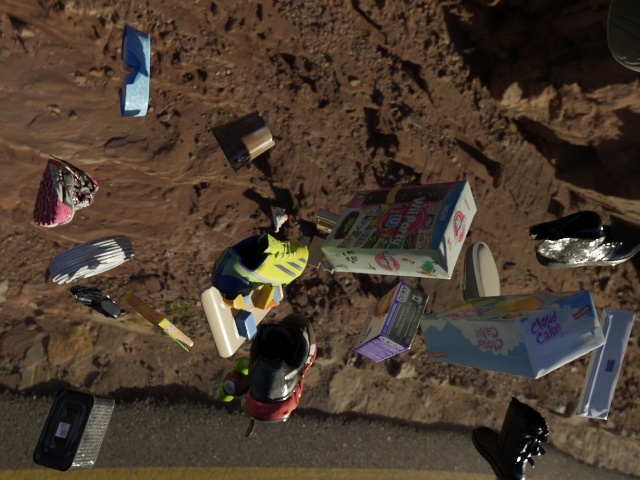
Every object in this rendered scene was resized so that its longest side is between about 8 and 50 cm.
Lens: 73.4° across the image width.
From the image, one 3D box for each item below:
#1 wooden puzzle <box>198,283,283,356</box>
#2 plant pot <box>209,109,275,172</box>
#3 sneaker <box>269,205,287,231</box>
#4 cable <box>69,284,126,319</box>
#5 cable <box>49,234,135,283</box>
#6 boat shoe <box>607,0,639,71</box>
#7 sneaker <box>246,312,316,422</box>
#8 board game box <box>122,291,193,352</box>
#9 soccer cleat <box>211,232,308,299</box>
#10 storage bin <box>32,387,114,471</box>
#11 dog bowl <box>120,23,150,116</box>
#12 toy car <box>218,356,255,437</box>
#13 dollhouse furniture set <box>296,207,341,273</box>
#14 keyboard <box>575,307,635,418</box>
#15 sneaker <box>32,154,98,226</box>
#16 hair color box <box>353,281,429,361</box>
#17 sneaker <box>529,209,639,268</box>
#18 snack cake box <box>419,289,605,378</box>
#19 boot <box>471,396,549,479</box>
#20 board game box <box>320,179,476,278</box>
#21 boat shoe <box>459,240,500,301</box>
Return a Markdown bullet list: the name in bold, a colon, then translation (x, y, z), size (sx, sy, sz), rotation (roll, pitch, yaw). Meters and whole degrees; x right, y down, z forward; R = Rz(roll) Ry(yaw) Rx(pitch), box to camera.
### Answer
- **wooden puzzle**: translation (-0.250, 0.203, 1.521), size (0.348, 0.080, 0.322), rotation (-45, 140, -41)
- **plant pot**: translation (-0.250, -0.333, 1.405), size (0.165, 0.167, 0.167), rotation (-30, 114, -5)
- **sneaker**: translation (-0.177, -0.095, 1.847), size (0.075, 0.161, 0.057), rotation (4, 126, -15)
- **cable**: translation (-0.746, 0.202, 1.432), size (0.184, 0.150, 0.047), rotation (42, 55, -31)
- **cable**: translation (-0.740, 0.061, 1.392), size (0.257, 0.257, 0.089), rotation (-29, 98, -62)
- **boat shoe**: translation (0.490, -0.374, 0.573), size (0.103, 0.118, 0.320), rotation (-33, 145, -4)
- **sneaker**: translation (-0.064, 0.196, 0.797), size (0.276, 0.097, 0.135), rotation (-63, 156, -67)
- **board game box**: translation (-0.449, 0.224, 1.187), size (0.039, 0.259, 0.124), rotation (-49, 131, -20)
- **soccer cleat**: translation (-0.103, 0.034, 0.894), size (0.289, 0.093, 0.121), rotation (-19, 139, -56)
- **storage bin**: translation (-0.633, 0.485, 1.107), size (0.084, 0.121, 0.180), rotation (63, 35, -62)
- **dog bowl**: translation (-0.627, -0.563, 1.449), size (0.074, 0.165, 0.298), rotation (1, 98, -31)
- **toy car**: translation (-0.210, 0.471, 1.266), size (0.148, 0.188, 0.155), rotation (19, 117, -27)
- **dollhouse furniture set**: translation (0.000, 0.000, 1.981), size (0.212, 0.161, 0.242), rotation (21, 73, 5)
- **keyboard**: translation (0.628, 0.275, 0.946), size (0.072, 0.014, 0.256), rotation (7, 100, -8)
- **sneaker**: translation (-0.551, -0.110, 0.942), size (0.111, 0.299, 0.121), rotation (15, 104, -31)
- **hair color box**: translation (0.224, 0.282, 1.431), size (0.110, 0.339, 0.185), rotation (28, 65, 0)
- **sneaker**: translation (0.349, -0.004, 0.556), size (0.170, 0.051, 0.089), rotation (-10, 147, 0)
- **snack cake box**: translation (0.311, 0.154, 0.743), size (0.152, 0.264, 0.089), rotation (-14, 86, -21)
- **boot**: translation (0.255, 0.262, 0.586), size (0.045, 0.121, 0.099), rotation (11, 100, -6)
- **board game box**: translation (0.183, -0.028, 1.016), size (0.224, 0.303, 0.098), rotation (-58, 131, -33)
- **boat shoe**: translation (0.383, 0.162, 1.033), size (0.112, 0.095, 0.336), rotation (-36, 111, -42)
